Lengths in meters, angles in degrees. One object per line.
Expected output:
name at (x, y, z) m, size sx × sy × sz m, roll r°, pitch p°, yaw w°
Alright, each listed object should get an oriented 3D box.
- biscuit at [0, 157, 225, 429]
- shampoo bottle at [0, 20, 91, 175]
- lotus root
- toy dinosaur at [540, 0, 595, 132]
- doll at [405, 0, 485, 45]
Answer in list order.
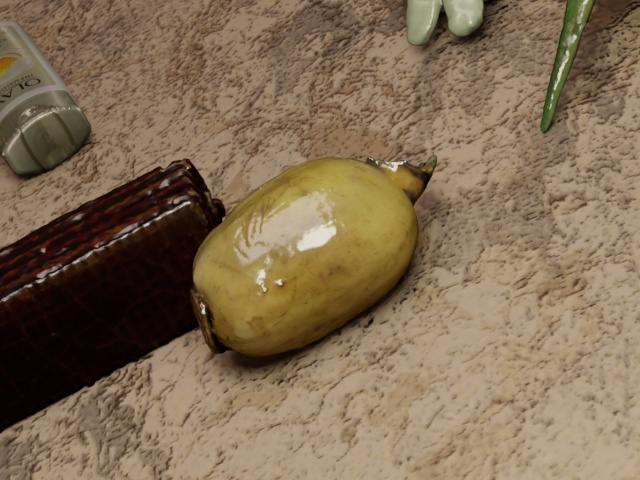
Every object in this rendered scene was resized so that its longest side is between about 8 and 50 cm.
biscuit at (-0.239, 0.074, 1.489) m, size 0.388 × 0.107 × 0.073 m, roll -28°, pitch 35°, yaw -1°
shampoo bottle at (-0.283, -0.135, 1.835) m, size 0.086 × 0.056 × 0.227 m, roll -33°, pitch 35°, yaw -5°
lotus root at (0.000, 0.000, 1.419) m, size 0.221 × 0.118 × 0.125 m, roll -37°, pitch 52°, yaw -8°
toy dinosaur at (0.204, -0.315, 1.586) m, size 0.301 × 0.087 × 0.447 m, roll 26°, pitch 86°, yaw 51°
doll at (0.115, -0.282, 1.701) m, size 0.155 × 0.113 × 0.275 m, roll -7°, pitch 38°, yaw 23°
